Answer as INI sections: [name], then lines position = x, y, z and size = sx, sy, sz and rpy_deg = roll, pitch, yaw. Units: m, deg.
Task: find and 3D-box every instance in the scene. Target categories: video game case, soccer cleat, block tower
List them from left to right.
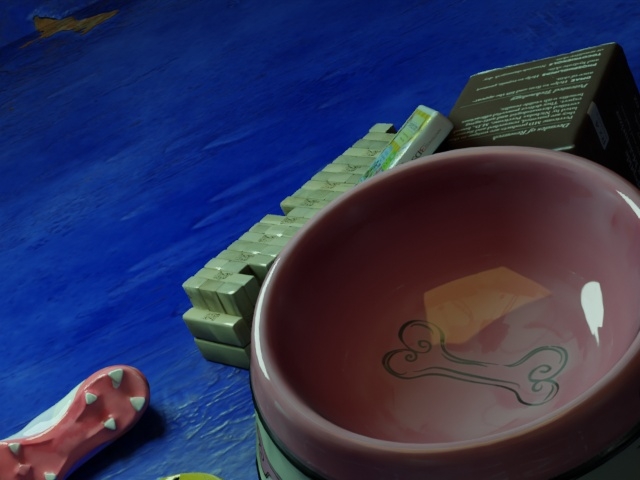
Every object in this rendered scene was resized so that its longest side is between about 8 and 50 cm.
[soccer cleat]
position = -0.278, 0.212, 1.651
size = 0.248, 0.083, 0.095
rpy_deg = -36, -2, -11
[block tower]
position = 0.000, 0.000, 1.767
size = 0.097, 0.091, 0.335
rpy_deg = 8, 42, 48
[video game case]
position = 0.047, -0.042, 1.572
size = 0.206, 0.026, 0.227
rpy_deg = -51, 4, 5

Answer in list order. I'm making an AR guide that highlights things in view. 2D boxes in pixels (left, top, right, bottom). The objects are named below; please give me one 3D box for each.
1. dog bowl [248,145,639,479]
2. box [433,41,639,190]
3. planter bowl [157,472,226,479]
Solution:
[dog bowl]
position = 0.125, 0.086, 1.312
size = 0.408, 0.150, 0.408
rpy_deg = -11, 43, 11
[box]
position = 0.221, -0.062, 1.596
size = 0.167, 0.168, 0.203
rpy_deg = -10, 30, 29
[planter bowl]
position = -0.116, 0.261, 1.381
size = 0.217, 0.090, 0.217
rpy_deg = -20, 26, 10
